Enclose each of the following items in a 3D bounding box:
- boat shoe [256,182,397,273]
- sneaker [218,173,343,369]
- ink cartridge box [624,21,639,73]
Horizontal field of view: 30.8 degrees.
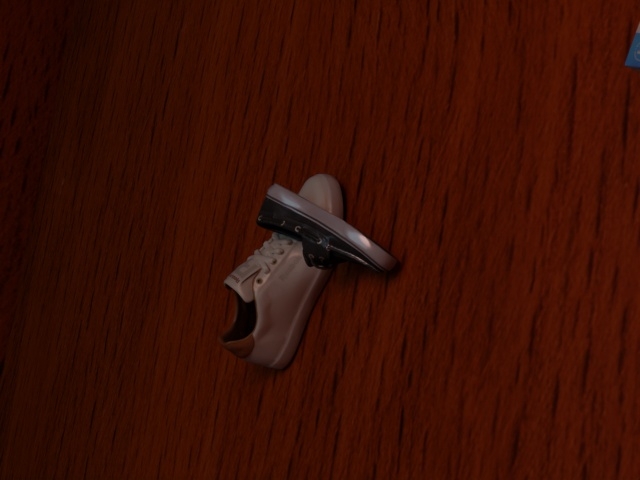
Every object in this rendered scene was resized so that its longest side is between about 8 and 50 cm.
[{"bbox_3d":[0.000,0.000,1.542,0.228,0.080,0.076,31,90,31],"label":"boat shoe"},{"bbox_3d":[-0.059,0.035,1.630,0.106,0.123,0.290,20,92,59],"label":"sneaker"},{"bbox_3d":[0.384,-0.243,1.145,0.104,0.060,0.180,25,97,58],"label":"ink cartridge box"}]
